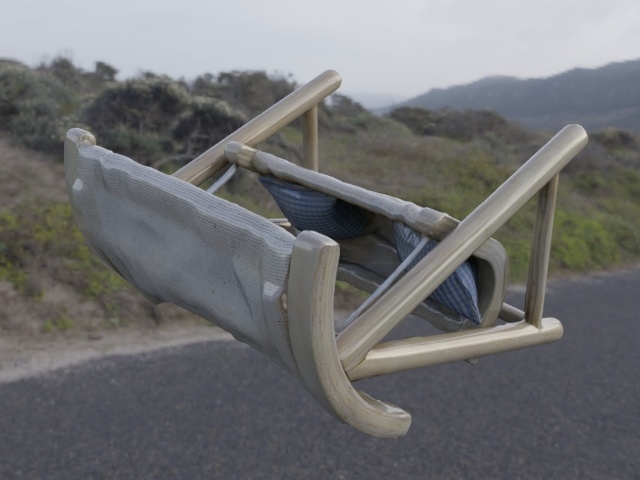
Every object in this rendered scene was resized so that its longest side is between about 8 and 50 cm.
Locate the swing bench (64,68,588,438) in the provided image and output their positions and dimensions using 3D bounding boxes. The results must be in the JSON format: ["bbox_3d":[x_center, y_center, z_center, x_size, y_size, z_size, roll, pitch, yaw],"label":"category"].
[{"bbox_3d":[0.000,0.000,0.592,0.255,0.165,0.253,-23,33,-36],"label":"swing bench"}]
